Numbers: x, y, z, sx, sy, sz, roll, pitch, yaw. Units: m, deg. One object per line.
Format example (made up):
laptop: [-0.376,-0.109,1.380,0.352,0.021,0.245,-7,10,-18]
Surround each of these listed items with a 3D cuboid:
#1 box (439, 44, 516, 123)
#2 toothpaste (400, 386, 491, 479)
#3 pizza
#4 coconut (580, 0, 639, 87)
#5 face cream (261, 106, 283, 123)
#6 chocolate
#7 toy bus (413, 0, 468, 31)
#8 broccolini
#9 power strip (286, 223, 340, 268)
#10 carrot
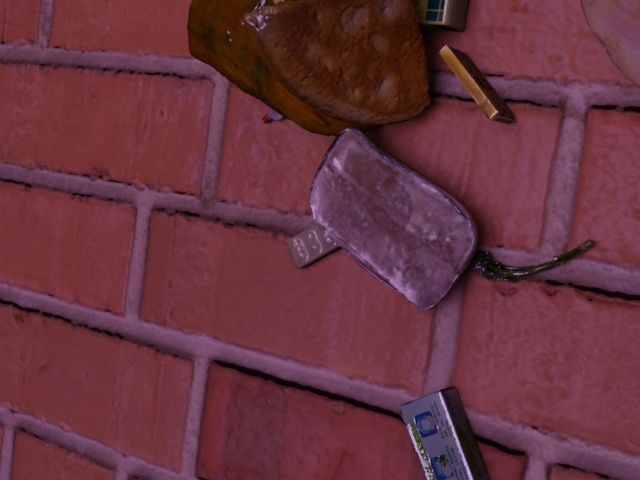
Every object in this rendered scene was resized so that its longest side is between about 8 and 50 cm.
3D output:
box: [0.245,-0.240,1.420,0.020,0.073,0.149,-43,67,25]
toothpaste: [0.224,0.402,1.424,0.081,0.067,0.337,-27,76,28]
pizza: [0.031,-0.268,1.400,0.087,0.268,0.258,37,147,56]
coconut: [0.484,-0.326,1.131,0.352,0.352,0.353,-1,89,32]
face cream: [-0.073,-0.240,1.648,0.083,0.021,0.040,-35,71,26]
chocolate: [0.123,-0.038,1.477,0.303,0.100,0.185,41,114,25]
toy bus: [0.191,-0.423,1.450,0.101,0.088,0.175,12,98,30]
broccolini: [0.323,0.033,1.394,0.194,0.054,0.052,-11,114,25]
power strip: [0.000,0.000,1.592,0.123,0.032,0.056,-29,75,28]
carrot: [-0.051,-0.335,1.510,0.340,0.241,0.242,33,106,30]
